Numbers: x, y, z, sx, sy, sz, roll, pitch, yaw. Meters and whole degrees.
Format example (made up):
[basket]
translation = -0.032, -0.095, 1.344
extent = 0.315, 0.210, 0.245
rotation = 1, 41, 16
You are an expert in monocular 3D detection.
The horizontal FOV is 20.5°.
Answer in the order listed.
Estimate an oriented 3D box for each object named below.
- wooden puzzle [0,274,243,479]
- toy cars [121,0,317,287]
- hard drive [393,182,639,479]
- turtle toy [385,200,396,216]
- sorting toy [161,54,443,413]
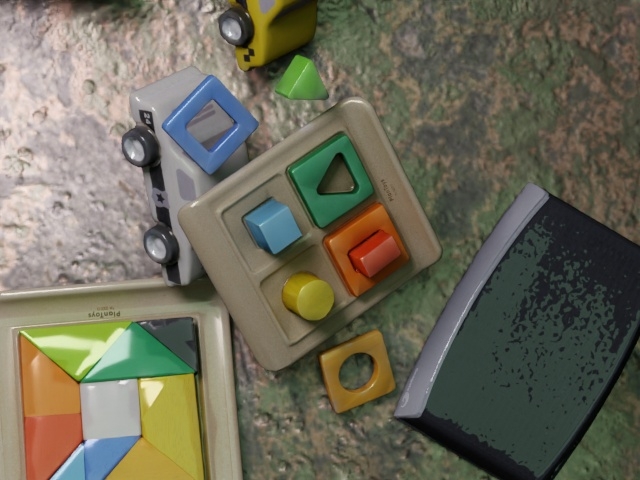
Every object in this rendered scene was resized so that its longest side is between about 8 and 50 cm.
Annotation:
[wooden puzzle]
translation = -0.184, 0.155, 1.583
extent = 0.221, 0.044, 0.238
rotation = -5, 84, -5
[toy cars]
translation = -0.068, -0.148, 1.559
extent = 0.087, 0.176, 0.393
rotation = 11, 80, 39
[hard drive]
translation = 0.197, 0.089, 1.613
extent = 0.172, 0.054, 0.254
rotation = 31, 82, 0
[turtle toy]
translation = 0.020, -0.017, 1.606
extent = 0.130, 0.066, 0.095
rotation = -24, 86, -6
[sorting toy]
translation = 0.000, 0.000, 1.533
extent = 0.196, 0.047, 0.347
rotation = -33, 115, -12
